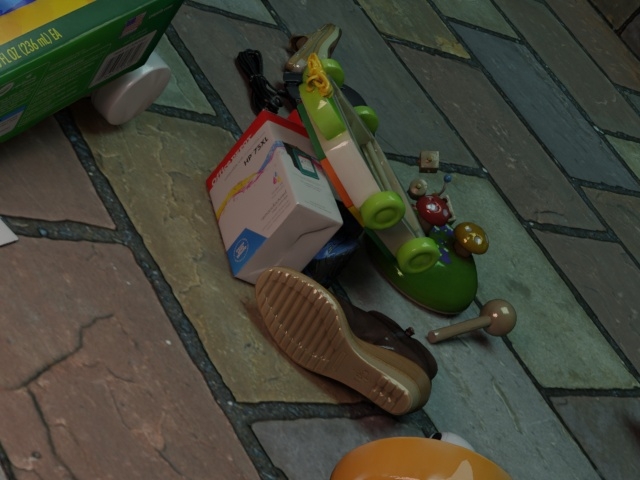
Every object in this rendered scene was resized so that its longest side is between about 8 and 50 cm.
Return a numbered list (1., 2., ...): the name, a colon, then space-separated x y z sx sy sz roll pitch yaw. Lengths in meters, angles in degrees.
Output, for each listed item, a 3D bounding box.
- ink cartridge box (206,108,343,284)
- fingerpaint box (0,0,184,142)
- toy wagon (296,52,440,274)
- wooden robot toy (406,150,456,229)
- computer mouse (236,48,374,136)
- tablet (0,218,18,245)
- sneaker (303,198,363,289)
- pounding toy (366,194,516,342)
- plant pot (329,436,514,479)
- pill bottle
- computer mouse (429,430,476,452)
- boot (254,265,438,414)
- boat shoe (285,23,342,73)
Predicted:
1. ink cartridge box: -0.065 -0.063 1.895 0.078 0.134 0.231 22 31 -34
2. fingerpaint box: -0.412 -0.287 1.598 0.371 0.163 0.445 45 41 7
3. toy wagon: 0.043 -0.114 1.955 0.344 0.068 0.267 48 15 -51
4. wooden robot toy: 0.166 -0.043 2.289 0.079 0.076 0.173 102 -27 -76
5. computer mouse: 0.000 -0.199 2.289 0.262 0.060 0.184 26 29 -29
6. tablet: -0.354 -0.025 1.576 0.083 0.006 0.054 47 25 9
7. sneaker: 0.000 0.000 1.969 0.087 0.083 0.221 33 17 -4
8. pounding toy: 0.180 0.020 2.119 0.183 0.110 0.237 1 46 -45
9. plant pot: 0.087 0.325 1.456 0.205 0.205 0.188 35 42 -15
10. pill bottle: -0.300 -0.264 1.874 0.246 0.136 0.136 47 26 11
11. computer mouse: 0.153 0.275 1.778 0.106 0.042 0.193 36 26 -10
12. boot: 0.035 0.113 1.853 0.248 0.090 0.207 42 13 3
13. boat shoe: -0.015 -0.311 2.443 0.072 0.068 0.190 27 27 -4
